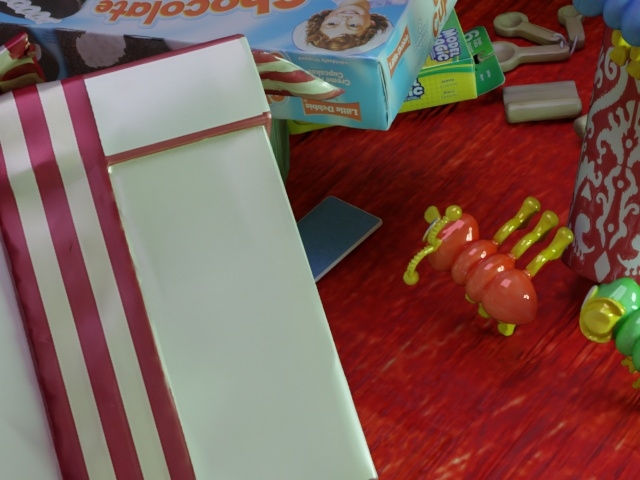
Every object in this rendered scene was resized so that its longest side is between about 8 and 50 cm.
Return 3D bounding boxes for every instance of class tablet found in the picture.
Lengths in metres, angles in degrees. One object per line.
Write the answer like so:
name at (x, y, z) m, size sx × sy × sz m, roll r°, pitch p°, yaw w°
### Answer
tablet at (0.000, 0.000, 0.966) m, size 0.054 × 0.006 × 0.083 m, roll 27°, pitch 54°, yaw 34°

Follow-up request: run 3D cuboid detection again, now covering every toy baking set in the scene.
toy baking set at (0.247, -0.166, 1.085) m, size 0.256 × 0.030 × 0.197 m, roll -21°, pitch 42°, yaw -12°

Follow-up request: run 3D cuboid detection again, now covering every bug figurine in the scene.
bug figurine at (0.174, -0.027, 0.772) m, size 0.216 × 0.279 × 0.072 m, roll 41°, pitch 31°, yaw 25°

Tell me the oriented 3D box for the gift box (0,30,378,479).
gift box at (-0.102, 0.041, 0.714) m, size 0.276 × 0.255 × 0.258 m, roll -16°, pitch 78°, yaw -12°

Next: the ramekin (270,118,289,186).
ramekin at (-0.166, -0.090, 0.994) m, size 0.303 × 0.148 × 0.303 m, roll -6°, pitch 41°, yaw 5°

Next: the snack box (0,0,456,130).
snack box at (-0.077, -0.167, 0.902) m, size 0.321 × 0.060 × 0.187 m, roll 8°, pitch 45°, yaw 20°

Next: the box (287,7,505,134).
box at (0.054, -0.145, 1.087) m, size 0.179 × 0.043 × 0.105 m, roll -10°, pitch 38°, yaw 0°

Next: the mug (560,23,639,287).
mug at (0.215, -0.052, 0.828) m, size 0.113 × 0.169 × 0.150 m, roll 11°, pitch 15°, yaw -2°
